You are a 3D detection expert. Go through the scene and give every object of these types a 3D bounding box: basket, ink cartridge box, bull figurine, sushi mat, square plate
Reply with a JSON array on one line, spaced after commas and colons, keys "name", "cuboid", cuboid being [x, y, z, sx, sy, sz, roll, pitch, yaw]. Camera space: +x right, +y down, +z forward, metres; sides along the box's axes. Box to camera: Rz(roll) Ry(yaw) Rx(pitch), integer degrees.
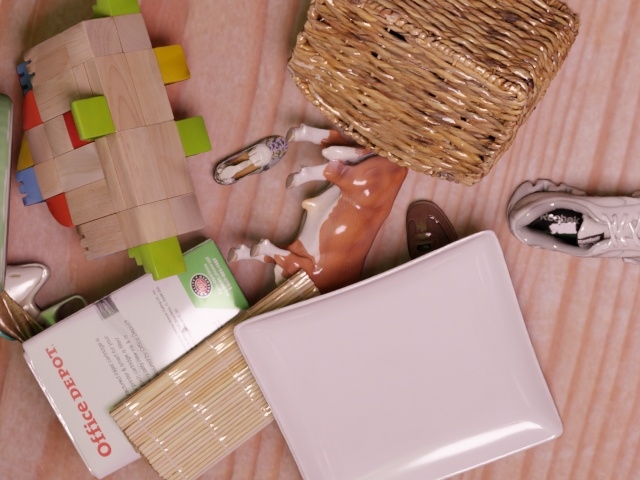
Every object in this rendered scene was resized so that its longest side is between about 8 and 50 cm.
[{"name": "basket", "cuboid": [0.140, -0.235, 1.704, 0.299, 0.223, 0.213, 31, 136, 6]}, {"name": "ink cartridge box", "cuboid": [-0.222, 0.155, 1.807, 0.289, 0.121, 0.211, -28, 93, -4]}, {"name": "bull figurine", "cuboid": [0.000, 0.000, 1.766, 0.188, 0.101, 0.310, 20, 99, -28]}, {"name": "sushi mat", "cuboid": [-0.107, 0.186, 1.740, 0.316, 0.019, 0.151, -37, 115, -1]}, {"name": "square plate", "cuboid": [0.106, 0.175, 1.736, 0.347, 0.049, 0.344, -21, 119, 4]}]

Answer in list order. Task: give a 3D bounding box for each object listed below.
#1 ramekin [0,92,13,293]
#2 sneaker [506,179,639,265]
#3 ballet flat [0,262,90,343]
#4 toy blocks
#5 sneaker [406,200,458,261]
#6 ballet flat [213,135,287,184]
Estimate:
[{"name": "ramekin", "cuboid": [-0.484, -0.062, 1.768, 0.148, 0.303, 0.303, 3, 102, -12]}, {"name": "sneaker", "cuboid": [0.376, -0.015, 1.679, 0.292, 0.118, 0.110, 2, 99, 12]}, {"name": "ballet flat", "cuboid": [-0.392, 0.112, 1.900, 0.342, 0.116, 0.124, 40, 93, 2]}, {"name": "toy blocks", "cuboid": [-0.306, -0.121, 1.778, 0.261, 0.191, 0.381, -15, 92, 46]}, {"name": "sneaker", "cuboid": [0.152, 0.042, 1.766, 0.066, 0.071, 0.188, -13, 97, 16]}, {"name": "ballet flat", "cuboid": [-0.097, -0.105, 1.818, 0.114, 0.041, 0.041, -26, 93, 17]}]
